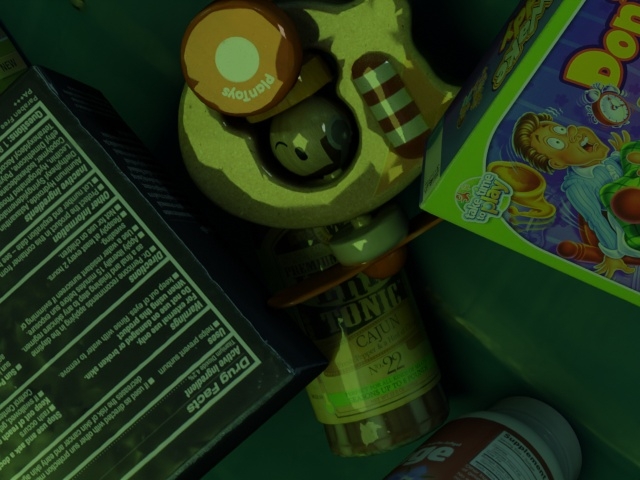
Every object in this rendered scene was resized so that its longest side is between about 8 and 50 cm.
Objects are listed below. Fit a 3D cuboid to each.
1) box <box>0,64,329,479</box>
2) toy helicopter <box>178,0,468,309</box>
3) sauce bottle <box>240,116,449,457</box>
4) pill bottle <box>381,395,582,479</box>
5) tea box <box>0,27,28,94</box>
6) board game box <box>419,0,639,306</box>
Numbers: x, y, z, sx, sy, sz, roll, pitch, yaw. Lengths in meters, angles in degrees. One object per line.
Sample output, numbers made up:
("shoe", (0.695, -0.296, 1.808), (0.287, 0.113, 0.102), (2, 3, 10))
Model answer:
("box", (-0.204, 0.082, 1.440), (0.296, 0.183, 0.294), (-41, 82, 6))
("toy helicopter", (0.073, -0.069, 1.382), (0.355, 0.140, 0.235), (1, 107, 9))
("sauce bottle", (0.000, 0.000, 1.521), (0.111, 0.111, 0.344), (-13, 104, 40))
("pill bottle", (0.112, 0.205, 1.473), (0.121, 0.216, 0.121), (16, 120, 29))
("tea box", (-0.368, 0.020, 1.729), (0.329, 0.220, 0.323), (-32, 92, 41))
("board game box", (0.247, -0.114, 1.226), (0.233, 0.078, 0.347), (23, 128, -13))
